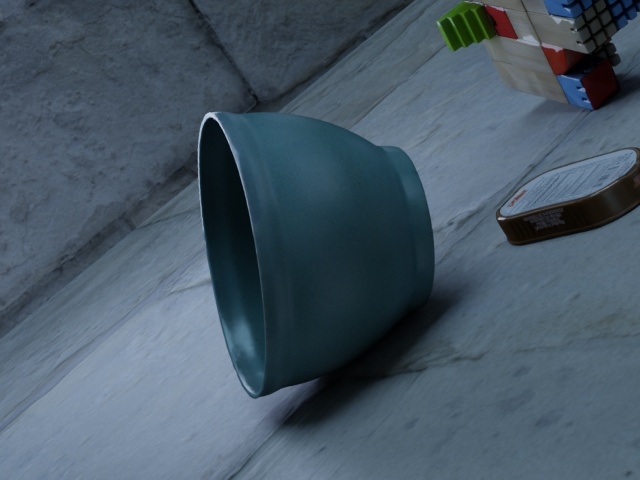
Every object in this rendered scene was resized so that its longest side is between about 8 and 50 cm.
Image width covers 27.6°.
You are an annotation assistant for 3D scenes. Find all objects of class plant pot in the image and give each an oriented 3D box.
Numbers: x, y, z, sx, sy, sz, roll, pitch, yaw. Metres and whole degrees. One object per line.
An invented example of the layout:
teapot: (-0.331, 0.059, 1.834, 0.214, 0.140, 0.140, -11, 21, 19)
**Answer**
plant pot: (0.000, 0.000, 1.338, 0.196, 0.293, 0.293, -10, 9, -14)

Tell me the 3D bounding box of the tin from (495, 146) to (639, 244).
tin: (0.259, -0.046, 1.331, 0.106, 0.040, 0.190, -39, 14, -36)

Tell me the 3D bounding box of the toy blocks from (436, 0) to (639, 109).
toy blocks: (0.280, -0.311, 1.606, 0.191, 0.381, 0.261, -38, 29, -13)
